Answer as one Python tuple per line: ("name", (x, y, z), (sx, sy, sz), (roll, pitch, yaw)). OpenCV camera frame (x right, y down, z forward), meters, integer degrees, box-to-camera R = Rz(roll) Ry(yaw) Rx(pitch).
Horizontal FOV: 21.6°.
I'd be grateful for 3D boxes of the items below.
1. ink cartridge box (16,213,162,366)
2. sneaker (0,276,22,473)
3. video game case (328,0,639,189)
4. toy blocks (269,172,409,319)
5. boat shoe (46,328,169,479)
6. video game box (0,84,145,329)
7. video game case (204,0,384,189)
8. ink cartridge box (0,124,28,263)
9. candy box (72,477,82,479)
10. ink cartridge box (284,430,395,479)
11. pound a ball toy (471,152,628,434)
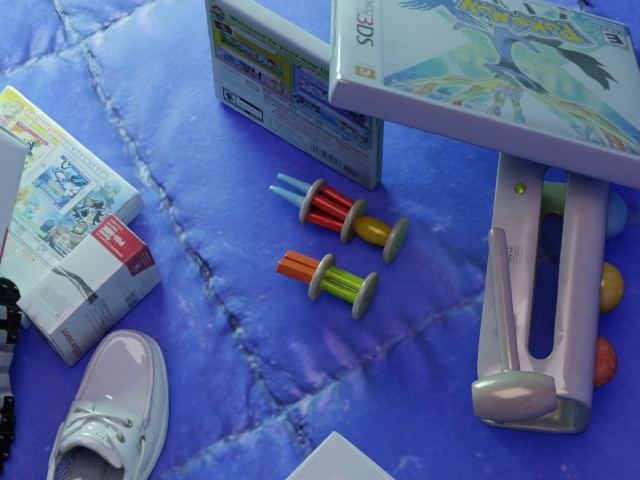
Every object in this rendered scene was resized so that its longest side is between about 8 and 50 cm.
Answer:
("ink cartridge box", (-0.235, 0.052, 1.717), (0.056, 0.099, 0.135), (41, 76, 19))
("sneaker", (-0.365, 0.153, 1.704), (0.106, 0.078, 0.234), (0, 81, 34))
("video game case", (0.170, -0.179, 1.675), (0.329, 0.036, 0.300), (15, 34, -9))
("toy blocks", (0.000, 0.000, 1.741), (0.148, 0.054, 0.123), (25, 71, 15))
("boat shoe", (-0.215, 0.208, 1.651), (0.098, 0.096, 0.277), (6, 67, 10))
("video game box", (-0.323, -0.038, 1.792), (0.205, 0.048, 0.187), (39, 79, 19))
("video game case", (-0.026, -0.158, 1.734), (0.212, 0.193, 0.023), (32, 66, 17))
("ink cartridge box", (-0.456, -0.018, 1.700), (0.283, 0.117, 0.207), (-3, 67, 30))
("candy box", (-0.284, 0.402, 1.476), (0.268, 0.122, 0.317), (-18, 76, -14))
("ink cartridge box", (-0.025, 0.309, 1.548), (0.100, 0.172, 0.237), (41, 76, 19))
("pound a ball toy", (0.226, 0.049, 1.615), (0.135, 0.208, 0.319), (5, 67, 8))
